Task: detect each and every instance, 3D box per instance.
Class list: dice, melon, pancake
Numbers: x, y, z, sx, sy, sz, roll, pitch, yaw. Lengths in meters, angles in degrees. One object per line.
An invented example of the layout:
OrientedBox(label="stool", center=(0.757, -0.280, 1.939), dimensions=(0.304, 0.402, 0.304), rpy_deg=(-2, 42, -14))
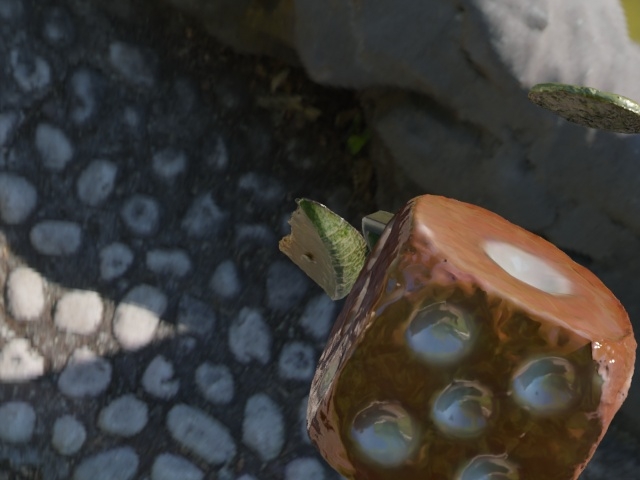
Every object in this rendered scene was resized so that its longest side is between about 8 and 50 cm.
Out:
OrientedBox(label="dice", center=(0.099, 0.086, 0.910), dimensions=(0.175, 0.174, 0.179), rpy_deg=(24, 109, -4))
OrientedBox(label="melon", center=(0.006, 0.005, 1.374), dimensions=(0.098, 0.182, 0.054), rpy_deg=(35, 75, 3))
OrientedBox(label="pancake", center=(0.221, -0.108, 1.087), dimensions=(0.108, 0.108, 0.017), rpy_deg=(20, 83, -6))

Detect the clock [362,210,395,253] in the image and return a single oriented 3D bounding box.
OrientedBox(label="clock", center=(0.146, 0.105, 1.626), dimensions=(0.049, 0.279, 0.273), rpy_deg=(-19, 104, -15))
